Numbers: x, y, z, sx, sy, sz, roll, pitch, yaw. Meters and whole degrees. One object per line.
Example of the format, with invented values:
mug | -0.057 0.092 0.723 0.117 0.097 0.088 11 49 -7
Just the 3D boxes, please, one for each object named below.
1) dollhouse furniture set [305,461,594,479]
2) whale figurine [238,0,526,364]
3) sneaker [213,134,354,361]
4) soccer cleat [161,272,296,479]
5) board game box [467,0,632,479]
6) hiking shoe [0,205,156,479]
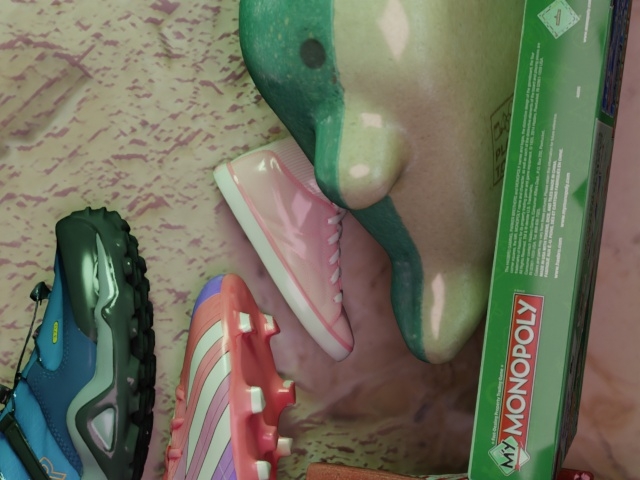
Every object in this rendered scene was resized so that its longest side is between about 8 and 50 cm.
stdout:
dollhouse furniture set | 0.077 0.307 1.061 0.152 0.201 0.374 10 93 34
whale figurine | 0.037 -0.071 1.078 0.141 0.216 0.272 3 118 27
sneaker | 0.000 0.000 1.127 0.070 0.051 0.134 -30 93 2
soccer cleat | -0.063 0.144 1.115 0.095 0.083 0.248 -7 86 16
board game box | 0.131 -0.036 1.058 0.046 0.213 0.317 7 93 10
hiking shoe | -0.165 0.129 1.089 0.132 0.113 0.304 6 89 1
